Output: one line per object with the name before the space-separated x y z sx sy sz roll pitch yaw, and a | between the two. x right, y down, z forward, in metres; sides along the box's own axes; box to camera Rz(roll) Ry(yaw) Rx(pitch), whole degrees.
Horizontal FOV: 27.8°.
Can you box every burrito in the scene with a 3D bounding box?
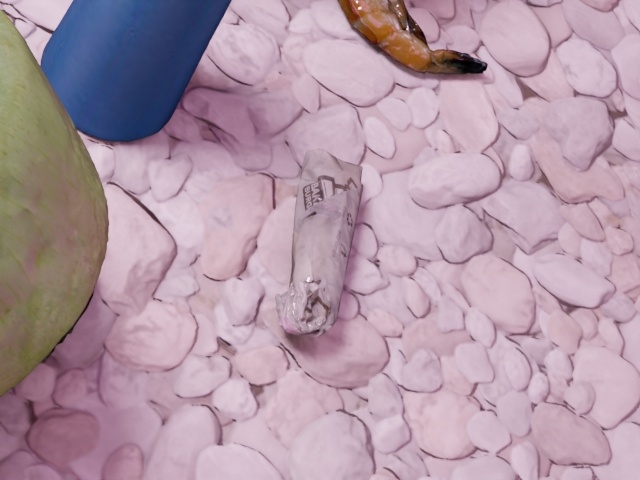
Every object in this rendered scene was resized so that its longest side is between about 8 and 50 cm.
burrito | 0.000 -0.001 1.196 0.064 0.064 0.203 21 57 -16

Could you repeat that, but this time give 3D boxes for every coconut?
coconut | -0.298 -0.019 0.846 0.328 0.328 0.281 -23 52 -33

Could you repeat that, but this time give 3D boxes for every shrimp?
shrimp | 0.134 -0.279 1.413 0.198 0.051 0.262 49 58 -6

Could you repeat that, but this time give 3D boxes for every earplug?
earplug | -0.139 -0.205 1.096 0.132 0.273 0.132 12 60 -22

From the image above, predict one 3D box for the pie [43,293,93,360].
pie | -0.363 -0.016 1.012 0.371 0.078 0.296 39 56 -5
